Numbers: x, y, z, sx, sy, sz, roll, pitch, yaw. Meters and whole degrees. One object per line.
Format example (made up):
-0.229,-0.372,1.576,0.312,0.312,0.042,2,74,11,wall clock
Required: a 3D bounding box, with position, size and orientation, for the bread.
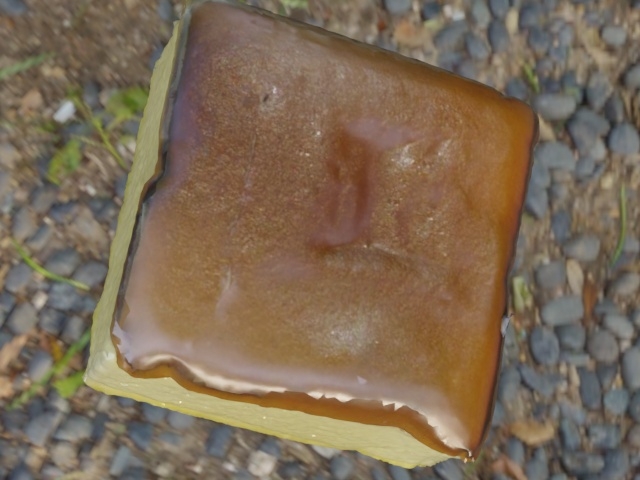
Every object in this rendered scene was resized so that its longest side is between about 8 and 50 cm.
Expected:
0.000,0.000,1.261,0.333,0.143,0.323,15,71,-18,bread
